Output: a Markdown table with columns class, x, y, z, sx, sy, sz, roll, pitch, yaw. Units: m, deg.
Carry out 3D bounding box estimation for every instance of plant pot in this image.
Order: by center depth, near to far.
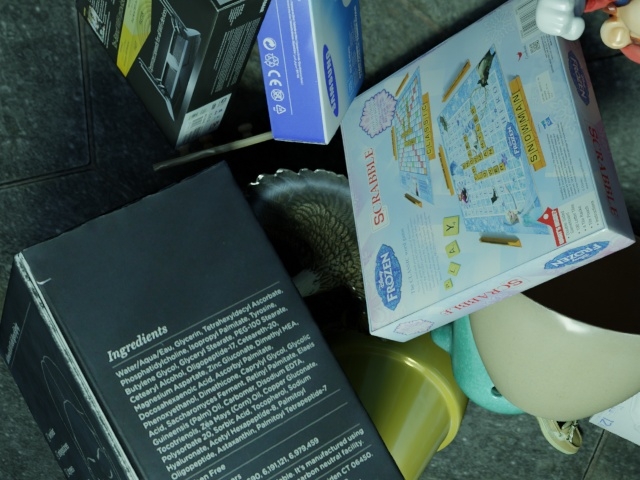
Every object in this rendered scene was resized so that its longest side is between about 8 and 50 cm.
| class | x | y | z | sx | sy | sz | roll | pitch | yaw |
| --- | --- | --- | --- | --- | --- | --- | --- | --- | --- |
| plant pot | 0.301 | 0.109 | 1.276 | 0.284 | 0.284 | 0.191 | 19 | 119 | 8 |
| plant pot | 0.082 | 0.278 | 1.573 | 0.254 | 0.239 | 0.254 | 13 | 132 | 15 |

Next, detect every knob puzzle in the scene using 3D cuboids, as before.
| class | x | y | z | sx | sy | sz | roll | pitch | yaw |
| --- | --- | --- | --- | --- | --- | --- | --- | --- | --- |
| knob puzzle | -0.122 | -0.136 | 1.374 | 0.213 | 0.213 | 0.030 | -11 | 98 | 31 |

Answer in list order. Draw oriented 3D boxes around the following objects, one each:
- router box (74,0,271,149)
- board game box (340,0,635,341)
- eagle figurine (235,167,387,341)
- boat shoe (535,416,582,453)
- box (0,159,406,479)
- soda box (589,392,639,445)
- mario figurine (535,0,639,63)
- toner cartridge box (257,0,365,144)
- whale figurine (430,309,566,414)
| class | x | y | z | sx | sy | sz | roll | pitch | yaw |
| --- | --- | --- | --- | --- | --- | --- | --- | --- | --- |
| router box | -0.182 | -0.284 | 1.203 | 0.243 | 0.081 | 0.309 | 55 | 153 | 10 |
| board game box | 0.172 | -0.084 | 1.185 | 0.318 | 0.318 | 0.066 | -27 | 147 | 36 |
| eagle figurine | -0.004 | 0.005 | 1.401 | 0.226 | 0.225 | 0.298 | -25 | 105 | 22 |
| boat shoe | 0.359 | 0.263 | 1.564 | 0.048 | 0.056 | 0.153 | -22 | 109 | 41 |
| box | -0.187 | 0.226 | 1.361 | 0.471 | 0.297 | 0.480 | 59 | 155 | 5 |
| soda box | 0.471 | 0.153 | 1.391 | 0.091 | 0.098 | 0.286 | 25 | 133 | 3 |
| mario figurine | 0.323 | -0.272 | 1.008 | 0.198 | 0.170 | 0.320 | -23 | 139 | 37 |
| toner cartridge box | -0.017 | -0.301 | 1.182 | 0.075 | 0.165 | 0.347 | 8 | 131 | 18 |
| whale figurine | 0.245 | 0.129 | 1.442 | 0.216 | 0.141 | 0.272 | -10 | 120 | 31 |
